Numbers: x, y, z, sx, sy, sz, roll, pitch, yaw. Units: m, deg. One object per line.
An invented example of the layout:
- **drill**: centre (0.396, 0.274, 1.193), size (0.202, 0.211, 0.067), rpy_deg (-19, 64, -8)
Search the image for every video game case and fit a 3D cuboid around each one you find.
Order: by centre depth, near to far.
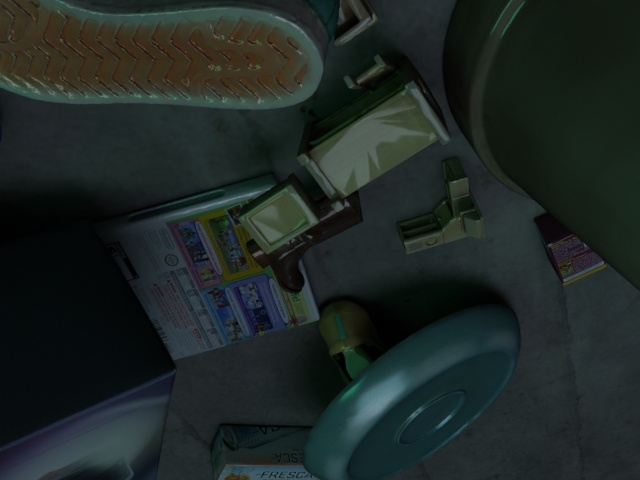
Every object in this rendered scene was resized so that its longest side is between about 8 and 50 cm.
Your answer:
- **video game case**: centre (-0.114, 0.038, 0.786), size (0.194, 0.023, 0.212), rpy_deg (-16, 135, 0)

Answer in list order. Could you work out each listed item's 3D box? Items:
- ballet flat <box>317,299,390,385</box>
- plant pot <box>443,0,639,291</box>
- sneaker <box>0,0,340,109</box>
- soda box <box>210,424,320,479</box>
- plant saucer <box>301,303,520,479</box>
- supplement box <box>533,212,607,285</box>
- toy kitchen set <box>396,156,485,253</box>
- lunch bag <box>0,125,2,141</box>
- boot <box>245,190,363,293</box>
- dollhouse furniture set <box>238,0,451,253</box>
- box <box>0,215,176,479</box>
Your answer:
- **ballet flat**: centre (0.057, 0.160, 0.919), size (0.080, 0.073, 0.232), rpy_deg (-25, 136, 11)
- **plant pot**: centre (0.292, -0.090, 0.587), size (0.324, 0.280, 0.323), rpy_deg (-9, 136, -8)
- **sneaker**: centre (-0.137, -0.168, 0.526), size (0.302, 0.121, 0.108), rpy_deg (9, 142, 4)
- **soda box**: centre (-0.052, 0.292, 1.028), size (0.183, 0.063, 0.058), rpy_deg (8, 131, -23)
- **plant saucer**: centre (0.124, 0.202, 0.924), size (0.318, 0.043, 0.317), rpy_deg (-26, 147, -18)
- **supplement box**: centre (0.277, 0.004, 0.844), size (0.055, 0.043, 0.083), rpy_deg (-25, 136, 10)
- **toy kitchen set**: centre (0.116, -0.022, 0.756), size (0.075, 0.068, 0.083), rpy_deg (-16, 136, 1)
- **lunch bag**: centre (-0.386, -0.085, 0.526), size (0.243, 0.114, 0.303), rpy_deg (-33, 133, 14)
- **boot**: centre (0.000, 0.000, 0.733), size (0.114, 0.037, 0.106), rpy_deg (-32, 148, 9)
- **dollhouse furniture set**: centre (-0.014, -0.114, 0.638), size (0.182, 0.101, 0.161), rpy_deg (-31, 109, 16)
- **box**: centre (-0.303, 0.171, 0.655), size (0.296, 0.182, 0.294), rpy_deg (-22, 151, -29)
